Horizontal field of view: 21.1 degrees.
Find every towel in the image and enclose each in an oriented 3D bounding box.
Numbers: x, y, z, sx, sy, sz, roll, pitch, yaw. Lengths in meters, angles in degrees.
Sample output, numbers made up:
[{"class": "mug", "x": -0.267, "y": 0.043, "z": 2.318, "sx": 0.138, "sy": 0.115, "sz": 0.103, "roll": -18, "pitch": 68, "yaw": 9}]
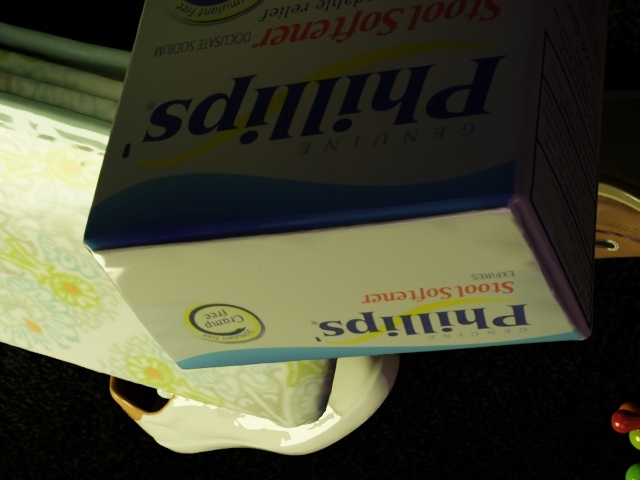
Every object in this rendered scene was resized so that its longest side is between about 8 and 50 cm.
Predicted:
[{"class": "towel", "x": -0.156, "y": -0.013, "z": 1.329, "sx": 0.375, "sy": 0.090, "sz": 0.320, "roll": 17, "pitch": 142, "yaw": 7}]

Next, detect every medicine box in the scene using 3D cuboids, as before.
[{"class": "medicine box", "x": 0.028, "y": -0.083, "z": 1.050, "sx": 0.264, "sy": 0.289, "sz": 0.149, "roll": -6, "pitch": 142, "yaw": 21}]

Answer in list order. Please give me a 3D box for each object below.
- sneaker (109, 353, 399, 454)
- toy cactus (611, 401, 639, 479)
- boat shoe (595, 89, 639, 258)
[{"class": "sneaker", "x": -0.071, "y": 0.127, "z": 1.532, "sx": 0.290, "sy": 0.106, "sz": 0.123, "roll": -16, "pitch": 140, "yaw": 34}, {"class": "toy cactus", "x": 0.364, "y": 0.205, "z": 1.557, "sx": 0.181, "sy": 0.112, "sz": 0.219, "roll": -16, "pitch": 130, "yaw": 18}, {"class": "boat shoe", "x": 0.214, "y": -0.043, "z": 1.234, "sx": 0.307, "sy": 0.110, "sz": 0.104, "roll": 16, "pitch": 150, "yaw": 9}]
